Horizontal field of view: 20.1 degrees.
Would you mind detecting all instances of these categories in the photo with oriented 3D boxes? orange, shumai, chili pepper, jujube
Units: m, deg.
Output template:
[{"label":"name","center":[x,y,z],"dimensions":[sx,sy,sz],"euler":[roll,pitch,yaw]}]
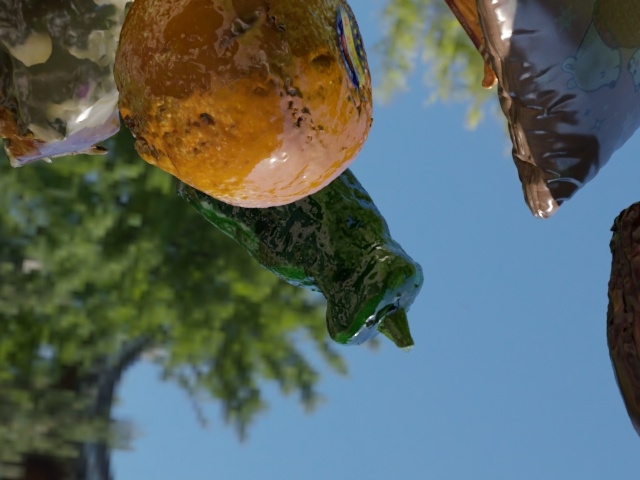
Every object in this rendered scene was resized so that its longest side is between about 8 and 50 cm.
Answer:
[{"label":"orange","center":[-0.039,-0.081,0.876],"dimensions":[0.135,0.117,0.136],"euler":[-6,90,-77]},{"label":"shumai","center":[-0.145,-0.134,1.071],"dimensions":[0.166,0.206,0.176],"euler":[-19,-105,30]},{"label":"chili pepper","center":[0.000,0.000,1.663],"dimensions":[0.270,0.136,0.099],"euler":[47,-24,25]},{"label":"jujube","center":[0.286,0.070,1.324],"dimensions":[0.168,0.168,0.236],"euler":[-46,-124,49]}]

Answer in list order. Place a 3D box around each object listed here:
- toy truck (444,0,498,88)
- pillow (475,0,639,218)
[{"label":"toy truck","center":[0.127,-0.268,1.597],"dimensions":[0.135,0.114,0.270],"euler":[-36,-102,19]},{"label":"pillow","center":[0.199,-0.160,1.337],"dimensions":[0.084,0.236,0.223],"euler":[15,-128,37]}]
